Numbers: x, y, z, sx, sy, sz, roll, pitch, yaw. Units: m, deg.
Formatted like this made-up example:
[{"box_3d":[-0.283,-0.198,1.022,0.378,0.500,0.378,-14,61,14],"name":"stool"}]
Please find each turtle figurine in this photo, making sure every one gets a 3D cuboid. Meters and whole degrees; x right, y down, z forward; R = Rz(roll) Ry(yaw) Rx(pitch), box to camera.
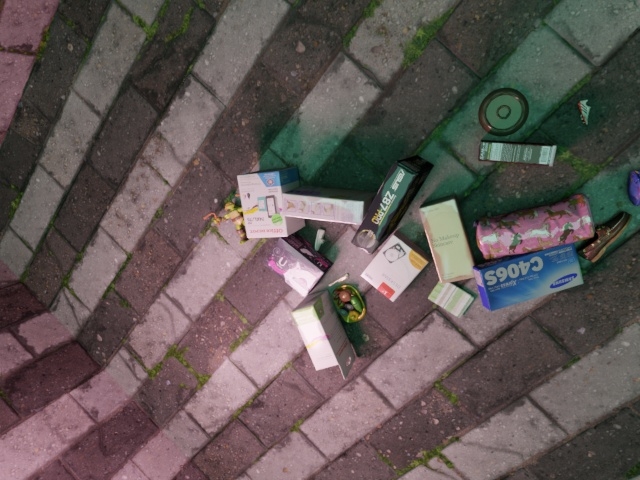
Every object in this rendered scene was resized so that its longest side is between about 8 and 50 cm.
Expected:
[{"box_3d":[-0.387,-0.093,1.992,0.269,0.087,0.217,-24,103,15],"name":"turtle figurine"}]

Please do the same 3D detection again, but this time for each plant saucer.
[{"box_3d":[0.653,-0.457,1.544,0.168,0.029,0.168,6,107,19],"name":"plant saucer"}]

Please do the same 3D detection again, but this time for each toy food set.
[{"box_3d":[0.111,0.271,1.913,0.128,0.071,0.218,-26,94,24],"name":"toy food set"}]

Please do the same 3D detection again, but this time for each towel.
[{"box_3d":[0.535,0.233,1.778,0.152,0.023,0.113,32,110,12],"name":"towel"}]

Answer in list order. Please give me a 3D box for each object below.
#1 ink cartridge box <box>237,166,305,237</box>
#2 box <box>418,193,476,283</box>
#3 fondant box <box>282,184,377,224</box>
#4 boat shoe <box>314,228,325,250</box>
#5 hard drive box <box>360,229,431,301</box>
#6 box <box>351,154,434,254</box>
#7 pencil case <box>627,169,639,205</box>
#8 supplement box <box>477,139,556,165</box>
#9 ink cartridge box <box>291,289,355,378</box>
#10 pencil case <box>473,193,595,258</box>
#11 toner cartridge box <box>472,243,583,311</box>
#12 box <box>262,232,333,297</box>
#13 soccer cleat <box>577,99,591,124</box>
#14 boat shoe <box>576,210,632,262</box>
[{"box_3d":[-0.204,-0.163,1.844,0.198,0.197,0.270,-3,104,21],"name":"ink cartridge box"},{"box_3d":[0.494,-0.007,1.670,0.148,0.121,0.311,-17,98,22],"name":"box"},{"box_3d":[0.042,-0.149,1.735,0.330,0.238,0.096,6,107,18],"name":"fondant box"},{"box_3d":[0.000,0.000,1.903,0.035,0.035,0.100,14,100,15],"name":"boat shoe"},{"box_3d":[0.310,0.106,1.787,0.181,0.089,0.232,38,114,8],"name":"hard drive box"},{"box_3d":[0.269,-0.143,1.568,0.097,0.395,0.318,34,112,11],"name":"box"},{"box_3d":[1.160,-0.197,1.375,0.306,0.119,0.133,-11,129,22],"name":"pencil case"},{"box_3d":[0.681,-0.309,1.517,0.239,0.130,0.073,9,107,19],"name":"supplement box"},{"box_3d":[0.020,0.423,1.912,0.119,0.207,0.353,-21,96,22],"name":"ink cartridge box"},{"box_3d":[0.756,-0.047,1.544,0.386,0.160,0.167,-13,96,23],"name":"pencil case"},{"box_3d":[0.752,0.124,1.574,0.348,0.075,0.165,-18,99,2],"name":"toner cartridge box"},{"box_3d":[-0.100,0.102,1.907,0.247,0.142,0.163,39,113,7],"name":"box"},{"box_3d":[0.896,-0.434,1.461,0.036,0.029,0.083,-17,93,27],"name":"soccer cleat"},{"box_3d":[0.987,-0.019,1.513,0.073,0.073,0.207,32,112,7],"name":"boat shoe"}]
